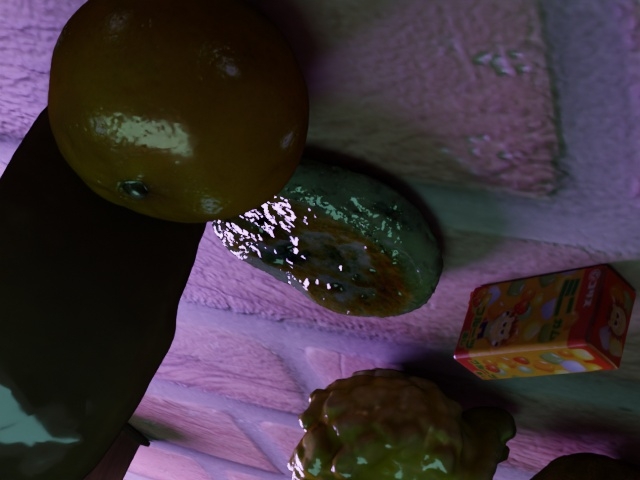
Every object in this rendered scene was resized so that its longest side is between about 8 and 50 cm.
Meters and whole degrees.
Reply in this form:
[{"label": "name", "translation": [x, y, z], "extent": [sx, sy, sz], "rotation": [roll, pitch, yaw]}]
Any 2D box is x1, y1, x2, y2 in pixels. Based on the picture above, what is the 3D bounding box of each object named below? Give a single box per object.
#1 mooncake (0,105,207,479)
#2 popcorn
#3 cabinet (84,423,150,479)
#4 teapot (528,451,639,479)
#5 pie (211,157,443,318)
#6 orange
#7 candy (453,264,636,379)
[{"label": "mooncake", "translation": [-0.198, 0.050, 0.715], "extent": [0.156, 0.284, 0.284], "rotation": [28, 152, -18]}, {"label": "popcorn", "translation": [0.068, 0.209, 0.890], "extent": [0.189, 0.169, 0.218], "rotation": [19, 155, 9]}, {"label": "cabinet", "translation": [-0.401, 0.333, 1.455], "extent": [0.215, 0.174, 0.148], "rotation": [2, 144, 34]}, {"label": "teapot", "translation": [0.231, 0.307, 0.846], "extent": [0.203, 0.311, 0.167], "rotation": [43, 118, 4]}, {"label": "pie", "translation": [0.000, 0.000, 0.721], "extent": [0.187, 0.041, 0.187], "rotation": [19, 152, 10]}, {"label": "orange", "translation": [-0.084, -0.076, 0.569], "extent": [0.156, 0.124, 0.156], "rotation": [21, 151, 13]}, {"label": "candy", "translation": [0.154, 0.060, 0.683], "extent": [0.038, 0.062, 0.122], "rotation": [38, 148, -27]}]
